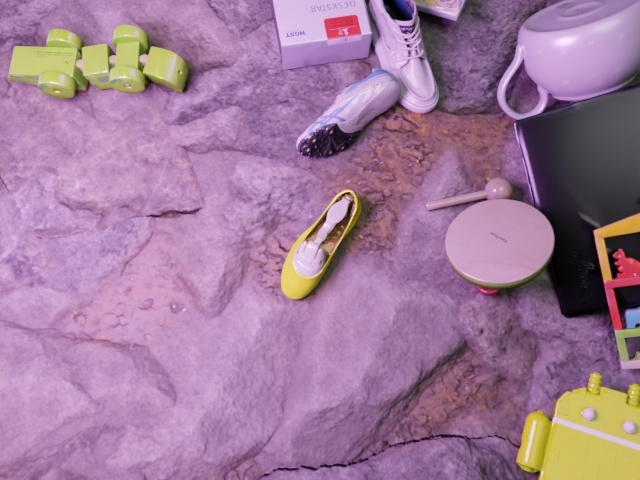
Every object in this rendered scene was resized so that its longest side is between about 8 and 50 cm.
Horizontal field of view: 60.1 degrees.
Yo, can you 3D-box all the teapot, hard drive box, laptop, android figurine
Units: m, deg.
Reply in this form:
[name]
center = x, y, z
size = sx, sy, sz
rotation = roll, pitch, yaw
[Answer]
[teapot]
center = 0.503, -0.347, 1.054
size = 0.252, 0.256, 0.187
rotation = -43, 125, -32
[hard drive box]
center = -0.008, -0.479, 1.114
size = 0.181, 0.089, 0.232
rotation = -10, 77, -4
[laptop]
center = 0.631, -0.092, 1.048
size = 0.407, 0.236, 0.382
rotation = -11, 87, -34
[android figurine]
center = 0.464, 0.362, 0.920
size = 0.248, 0.056, 0.273
rotation = 16, 78, 21

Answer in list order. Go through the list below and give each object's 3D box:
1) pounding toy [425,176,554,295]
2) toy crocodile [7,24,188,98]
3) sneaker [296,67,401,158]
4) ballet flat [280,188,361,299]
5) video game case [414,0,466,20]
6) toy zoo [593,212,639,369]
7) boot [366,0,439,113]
[pounding toy]
center = 0.316, 0.010, 1.014
size = 0.182, 0.110, 0.237
rotation = -22, 48, 4
[toy crocodile]
center = -0.428, -0.331, 1.064
size = 0.340, 0.105, 0.115
rotation = -2, 77, 2
[sneaker]
center = 0.047, -0.244, 1.070
size = 0.237, 0.085, 0.086
rotation = -38, 54, -7
[ballet flat]
center = 0.000, 0.000, 1.002
size = 0.077, 0.077, 0.231
rotation = 33, 78, 5
[video game case]
center = 0.214, -0.575, 1.136
size = 0.226, 0.026, 0.207
rotation = 23, 87, 16
[toy zoo]
center = 0.585, 0.063, 0.938
size = 0.192, 0.030, 0.294
rotation = -12, 89, 23
[boot]
center = 0.160, -0.380, 1.077
size = 0.095, 0.123, 0.258
rotation = -26, 79, -8
